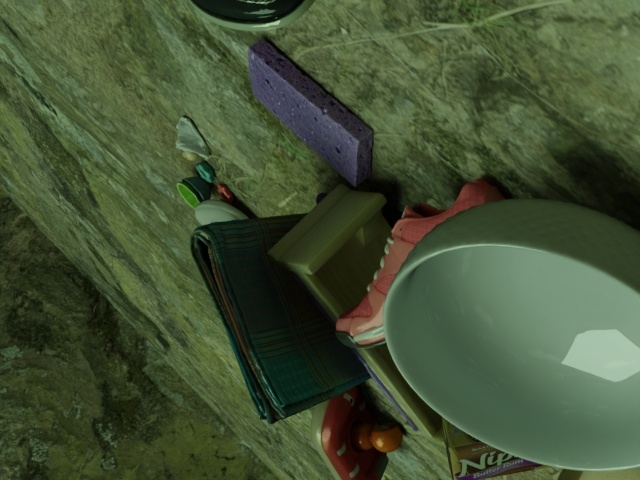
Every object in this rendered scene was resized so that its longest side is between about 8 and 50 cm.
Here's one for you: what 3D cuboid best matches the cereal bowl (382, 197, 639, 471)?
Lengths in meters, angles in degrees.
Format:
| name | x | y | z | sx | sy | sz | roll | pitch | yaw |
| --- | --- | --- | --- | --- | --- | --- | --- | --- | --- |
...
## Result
| name | x | y | z | sx | sy | sz | roll | pitch | yaw |
| --- | --- | --- | --- | --- | --- | --- | --- | --- | --- |
| cereal bowl | 0.244 | 0.081 | 1.316 | 0.339 | 0.141 | 0.339 | 17 | 138 | 16 |

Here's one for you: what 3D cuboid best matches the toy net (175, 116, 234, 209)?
| name | x | y | z | sx | sy | sz | roll | pitch | yaw |
| --- | --- | --- | --- | --- | --- | --- | --- | --- | --- |
| toy net | -0.213 | -0.120 | 2.228 | 0.122 | 0.045 | 0.232 | 40 | 159 | 28 |

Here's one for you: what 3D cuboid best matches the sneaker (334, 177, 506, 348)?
| name | x | y | z | sx | sy | sz | roll | pitch | yaw |
| --- | --- | --- | --- | --- | --- | --- | --- | --- | --- |
| sneaker | 0.124 | 0.026 | 1.531 | 0.314 | 0.116 | 0.136 | -32 | 85 | 39 |

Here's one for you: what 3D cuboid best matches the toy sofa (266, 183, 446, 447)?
| name | x | y | z | sx | sy | sz | roll | pitch | yaw |
| --- | --- | --- | --- | --- | --- | --- | --- | --- | --- |
| toy sofa | 0.089 | 0.103 | 1.754 | 0.362 | 0.150 | 0.177 | 52 | 163 | -22 |

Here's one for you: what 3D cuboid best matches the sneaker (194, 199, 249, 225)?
| name | x | y | z | sx | sy | sz | roll | pitch | yaw |
| --- | --- | --- | --- | --- | --- | --- | --- | --- | --- |
| sneaker | -0.154 | 0.006 | 2.221 | 0.212 | 0.094 | 0.080 | 31 | 153 | 26 |

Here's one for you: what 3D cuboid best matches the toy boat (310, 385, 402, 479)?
| name | x | y | z | sx | sy | sz | roll | pitch | yaw |
| --- | --- | --- | --- | --- | --- | --- | --- | --- | --- |
| toy boat | 0.085 | 0.368 | 2.399 | 0.151 | 0.151 | 0.231 | -7 | 128 | 33 |

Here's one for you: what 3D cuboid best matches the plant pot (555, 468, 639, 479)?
| name | x | y | z | sx | sy | sz | roll | pitch | yaw |
| --- | --- | --- | --- | --- | --- | --- | --- | --- | --- |
| plant pot | 0.396 | 0.338 | 1.536 | 0.236 | 0.032 | 0.236 | 7 | 106 | 27 |

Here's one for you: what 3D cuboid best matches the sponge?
| name | x | y | z | sx | sy | sz | roll | pitch | yaw |
| --- | --- | --- | --- | --- | --- | --- | --- | --- | --- |
| sponge | -0.015 | -0.170 | 1.690 | 0.210 | 0.031 | 0.117 | 43 | 161 | 20 |

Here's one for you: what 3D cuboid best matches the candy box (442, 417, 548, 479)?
| name | x | y | z | sx | sy | sz | roll | pitch | yaw |
| --- | --- | --- | --- | --- | --- | --- | --- | --- | --- |
| candy box | 0.257 | 0.259 | 1.666 | 0.109 | 0.187 | 0.053 | 77 | -177 | -54 |

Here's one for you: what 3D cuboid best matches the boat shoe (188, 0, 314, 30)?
| name | x | y | z | sx | sy | sz | roll | pitch | yaw |
| --- | --- | --- | --- | --- | --- | --- | --- | --- | --- |
| boat shoe | -0.133 | -0.352 | 1.458 | 0.340 | 0.127 | 0.113 | 47 | 176 | 40 |

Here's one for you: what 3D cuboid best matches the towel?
| name | x | y | z | sx | sy | sz | roll | pitch | yaw |
| --- | --- | --- | --- | --- | --- | --- | --- | --- | --- |
| towel | -0.027 | 0.089 | 1.758 | 0.370 | 0.040 | 0.271 | -10 | -105 | -62 |
